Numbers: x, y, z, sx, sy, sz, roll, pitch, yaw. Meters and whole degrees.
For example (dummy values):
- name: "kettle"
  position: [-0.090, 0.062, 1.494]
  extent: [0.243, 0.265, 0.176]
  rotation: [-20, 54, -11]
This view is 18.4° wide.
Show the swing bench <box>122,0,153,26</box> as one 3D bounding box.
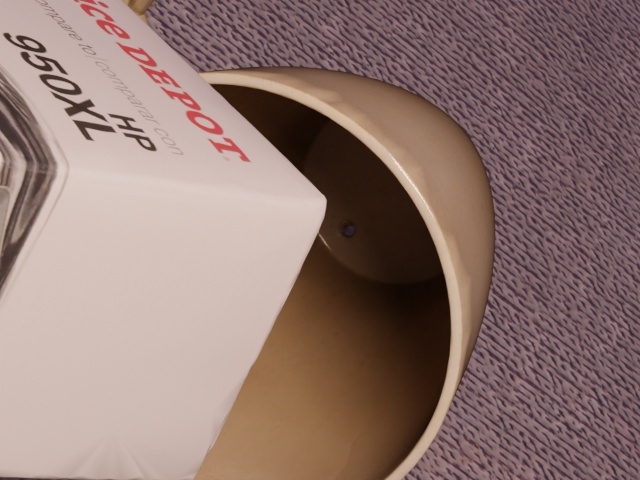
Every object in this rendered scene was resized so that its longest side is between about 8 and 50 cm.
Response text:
- name: "swing bench"
  position: [-0.215, -0.240, 1.189]
  extent: [0.253, 0.165, 0.254]
  rotation: [-11, 66, -44]

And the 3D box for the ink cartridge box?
- name: "ink cartridge box"
  position: [-0.240, -0.043, 0.870]
  extent: [0.395, 0.166, 0.285]
  rotation: [8, 28, -42]

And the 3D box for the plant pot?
- name: "plant pot"
  position: [0.000, 0.000, 1.179]
  extent: [0.256, 0.256, 0.274]
  rotation: [53, 26, 0]
